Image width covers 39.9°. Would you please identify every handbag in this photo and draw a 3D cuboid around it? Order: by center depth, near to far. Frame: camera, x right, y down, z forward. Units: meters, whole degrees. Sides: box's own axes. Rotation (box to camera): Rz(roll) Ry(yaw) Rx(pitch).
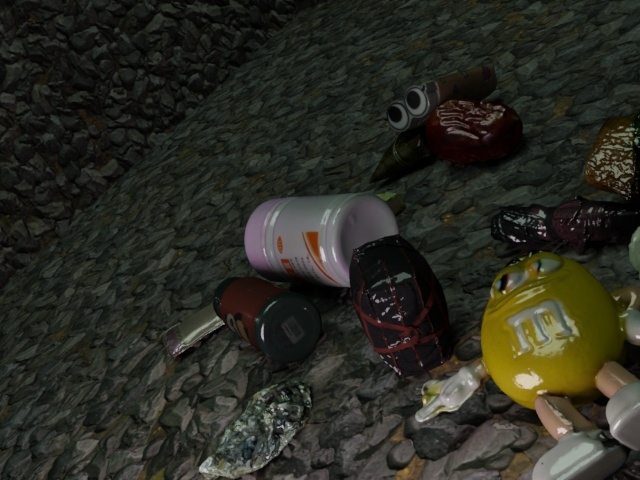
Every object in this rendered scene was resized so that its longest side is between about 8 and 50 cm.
[{"bbox_3d":[0.141,0.115,1.540,0.155,0.215,0.169,-20,30,8],"label":"handbag"}]

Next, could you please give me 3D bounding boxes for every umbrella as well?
[{"bbox_3d":[0.448,-0.035,1.584,0.326,0.090,0.094,-4,34,47],"label":"umbrella"}]

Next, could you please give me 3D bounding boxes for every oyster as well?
[{"bbox_3d":[-0.117,0.345,1.618,0.252,0.087,0.199,-26,22,-13],"label":"oyster"}]

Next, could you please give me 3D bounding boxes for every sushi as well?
[{"bbox_3d":[0.547,-0.151,1.526,0.140,0.149,0.287,18,15,24],"label":"sushi"}]

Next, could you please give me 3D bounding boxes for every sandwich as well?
[{"bbox_3d":[0.087,-0.045,2.095,0.193,0.058,0.162,-2,41,47],"label":"sandwich"}]

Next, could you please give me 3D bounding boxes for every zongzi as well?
[{"bbox_3d":[0.205,-0.230,2.273,0.184,0.084,0.187,-34,15,24],"label":"zongzi"}]

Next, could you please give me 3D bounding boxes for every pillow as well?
[{"bbox_3d":[-0.276,0.195,2.116,0.232,0.038,0.131,-33,27,-3],"label":"pillow"}]

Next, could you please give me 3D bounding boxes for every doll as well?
[{"bbox_3d":[0.329,0.182,1.257,0.348,0.161,0.423,-45,33,-14],"label":"doll"}]

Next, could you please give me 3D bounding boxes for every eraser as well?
[{"bbox_3d":[0.307,-0.358,2.210,0.290,0.087,0.171,-24,-10,-41],"label":"eraser"}]

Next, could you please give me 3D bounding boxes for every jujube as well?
[{"bbox_3d":[0.354,-0.254,2.045,0.230,0.155,0.155,13,50,46],"label":"jujube"}]

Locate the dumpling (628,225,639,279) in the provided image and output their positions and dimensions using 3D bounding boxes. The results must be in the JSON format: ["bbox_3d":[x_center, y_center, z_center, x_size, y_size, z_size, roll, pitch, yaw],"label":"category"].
[{"bbox_3d":[0.551,0.034,1.284,0.162,0.132,0.250,-32,38,-17],"label":"dumpling"}]

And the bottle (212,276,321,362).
[{"bbox_3d":[-0.129,0.155,1.894,0.144,0.144,0.336,-41,23,-15],"label":"bottle"}]

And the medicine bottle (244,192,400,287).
[{"bbox_3d":[0.000,0.000,1.935,0.315,0.202,0.202,0,40,51],"label":"medicine bottle"}]
